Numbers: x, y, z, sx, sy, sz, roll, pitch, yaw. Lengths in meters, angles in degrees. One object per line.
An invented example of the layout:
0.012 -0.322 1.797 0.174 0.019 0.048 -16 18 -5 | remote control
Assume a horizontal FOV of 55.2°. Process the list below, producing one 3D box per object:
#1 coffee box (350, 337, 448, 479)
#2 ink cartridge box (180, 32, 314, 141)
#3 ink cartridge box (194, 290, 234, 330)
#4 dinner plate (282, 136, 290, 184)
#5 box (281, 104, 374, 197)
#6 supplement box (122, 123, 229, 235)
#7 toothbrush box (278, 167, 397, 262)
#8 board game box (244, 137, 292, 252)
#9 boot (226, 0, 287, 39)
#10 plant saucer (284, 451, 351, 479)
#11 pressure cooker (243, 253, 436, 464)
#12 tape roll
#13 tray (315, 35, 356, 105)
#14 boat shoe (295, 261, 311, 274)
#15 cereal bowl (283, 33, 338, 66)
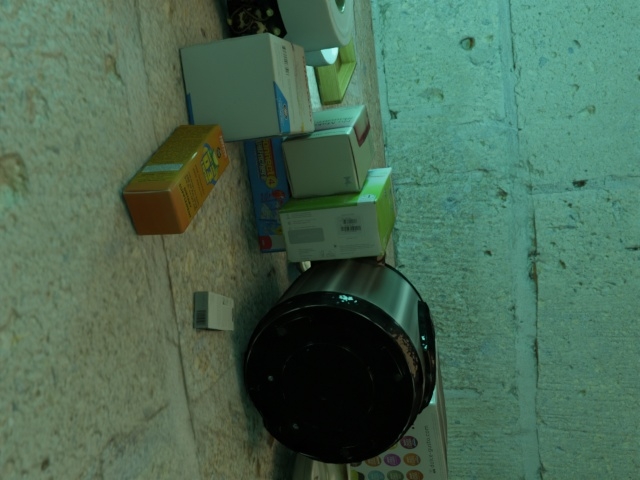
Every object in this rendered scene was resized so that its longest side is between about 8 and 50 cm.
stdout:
0.214 0.538 1.914 0.338 0.334 0.338 -69 151 -63 | coffee box
-0.126 -0.274 1.144 0.232 0.168 0.171 -36 120 -73 | ink cartridge box
-0.186 0.128 1.082 0.115 0.029 0.063 41 47 -72 | ink cartridge box
-0.056 -0.184 1.353 0.141 0.017 0.141 -5 90 -74 | dinner plate
0.024 -0.199 1.332 0.232 0.148 0.127 -66 147 -61 | box
-0.214 -0.101 0.942 0.233 0.080 0.078 -77 160 -55 | supplement box
0.050 -0.062 1.349 0.283 0.206 0.122 -55 138 -67 | toothbrush box
-0.079 -0.159 1.463 0.302 0.086 0.309 -51 135 -70 | board game box
-0.159 -0.503 1.168 0.378 0.138 0.284 -84 164 -52 | boot
-0.012 0.617 1.483 0.400 0.100 0.401 -5 90 -75 | plant saucer
0.058 0.222 1.342 0.376 0.369 0.420 52 18 -3 | pressure cooker
-0.011 -0.542 1.270 0.286 0.100 0.287 -2 90 -74 | tape roll
0.052 -0.644 2.133 0.411 0.076 0.203 -74 155 -55 | tray
0.000 0.000 1.673 0.116 0.099 0.319 55 39 -20 | boat shoe
-0.057 -0.611 1.561 0.339 0.141 0.339 -4 90 -76 | cereal bowl
